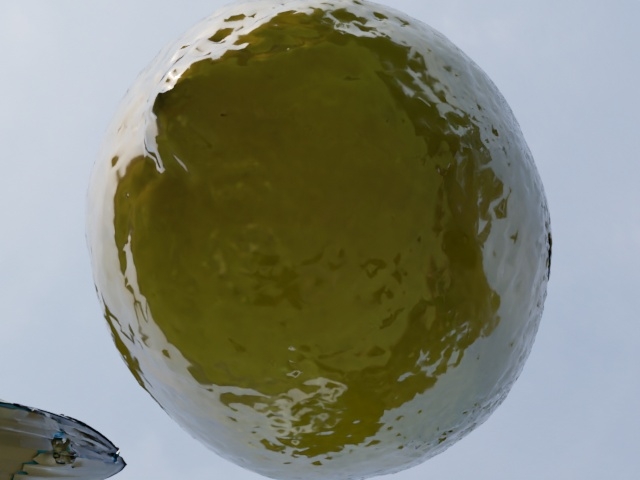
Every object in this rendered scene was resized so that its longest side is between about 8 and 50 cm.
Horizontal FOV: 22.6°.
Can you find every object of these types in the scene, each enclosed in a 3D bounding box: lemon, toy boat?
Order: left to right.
[{"bbox_3d":[-0.209,0.133,1.035,0.066,0.210,0.084,-11,-110,45],"label":"toy boat"},{"bbox_3d":[0.002,0.002,0.799,0.236,0.263,0.235,0,-103,-1],"label":"lemon"}]
